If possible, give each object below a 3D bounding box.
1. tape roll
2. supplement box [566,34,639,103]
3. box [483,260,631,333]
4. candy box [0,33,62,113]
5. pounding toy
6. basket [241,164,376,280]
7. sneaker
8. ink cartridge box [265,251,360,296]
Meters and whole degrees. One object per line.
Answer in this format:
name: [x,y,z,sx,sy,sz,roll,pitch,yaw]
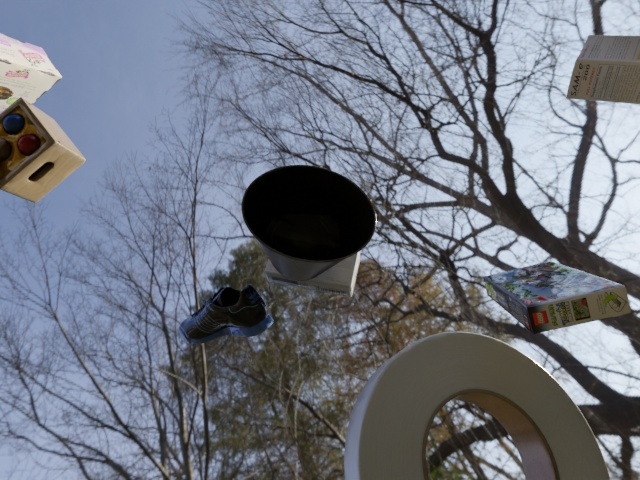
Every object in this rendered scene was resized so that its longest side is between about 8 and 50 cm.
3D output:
tape roll: [0.226,0.328,0.584,0.393,0.391,0.072,-4,-29,-18]
supplement box: [0.271,-0.144,0.343,0.062,0.099,0.036,-48,-38,-33]
box: [0.319,0.073,0.583,0.114,0.207,0.036,-15,-87,8]
candy box: [-0.600,-0.275,0.716,0.196,0.165,0.070,-32,-87,12]
pounding toy: [-0.476,-0.129,0.638,0.141,0.130,0.100,-42,-14,-4]
basket: [-0.030,-0.012,0.719,0.205,0.227,0.154,11,-107,-4]
sneaker: [-0.198,0.138,0.789,0.233,0.081,0.090,-14,-72,29]
ink cartridge box: [0.000,0.000,0.920,0.189,0.232,0.066,9,-35,10]
